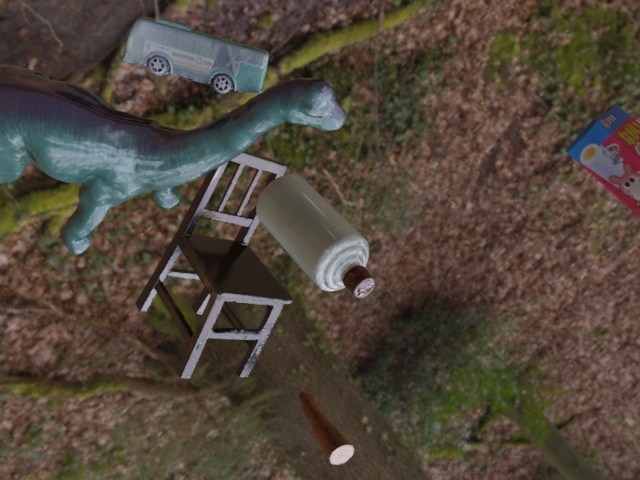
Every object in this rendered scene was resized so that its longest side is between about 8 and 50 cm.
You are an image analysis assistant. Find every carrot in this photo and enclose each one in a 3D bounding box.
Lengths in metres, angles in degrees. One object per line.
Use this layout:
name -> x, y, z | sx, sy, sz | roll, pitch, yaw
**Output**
carrot -> 0.000, 0.420, 1.685 | 0.061, 0.210, 0.061 | -17, 129, -22

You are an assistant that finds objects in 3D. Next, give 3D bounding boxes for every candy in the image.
candy -> 0.653, -0.128, 1.464 | 0.157, 0.306, 0.100 | -33, 165, -47

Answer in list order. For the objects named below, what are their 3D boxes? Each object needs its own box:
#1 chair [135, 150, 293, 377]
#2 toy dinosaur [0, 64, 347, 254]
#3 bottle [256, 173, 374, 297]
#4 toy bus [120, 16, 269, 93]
chair -> -0.177, 0.053, 1.524 | 0.203, 0.241, 0.416 | 11, 119, -46
toy dinosaur -> -0.209, -0.113, 0.595 | 0.331, 0.383, 0.129 | -37, -144, 59
bottle -> 0.000, 0.000, 1.140 | 0.104, 0.245, 0.104 | -23, 137, -24
toy bus -> -0.226, -0.334, 1.344 | 0.091, 0.261, 0.109 | -103, -152, -71
